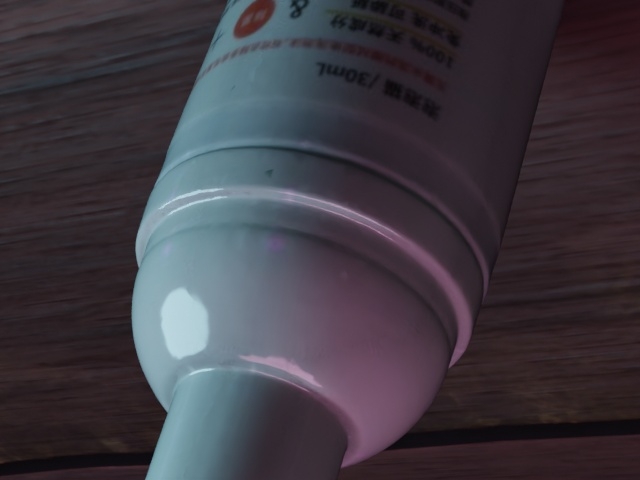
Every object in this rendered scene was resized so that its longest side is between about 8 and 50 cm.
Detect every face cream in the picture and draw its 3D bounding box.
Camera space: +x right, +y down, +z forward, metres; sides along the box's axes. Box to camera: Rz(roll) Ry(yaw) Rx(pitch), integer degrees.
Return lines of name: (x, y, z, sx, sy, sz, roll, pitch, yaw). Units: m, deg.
face cream: (0.000, 0.000, 0.762, 0.145, 0.369, 0.145, 13, 148, 8)
